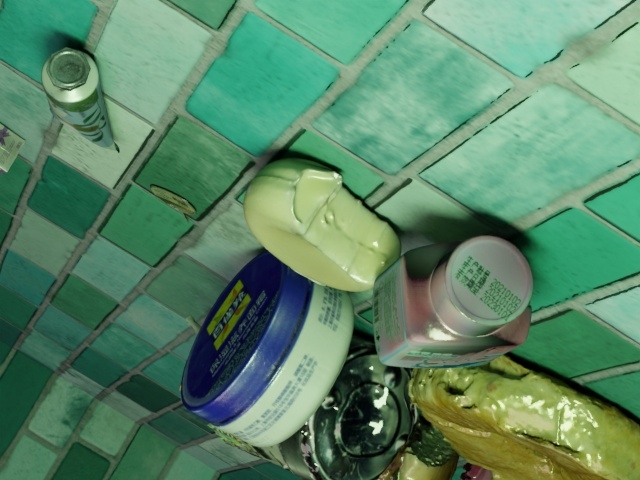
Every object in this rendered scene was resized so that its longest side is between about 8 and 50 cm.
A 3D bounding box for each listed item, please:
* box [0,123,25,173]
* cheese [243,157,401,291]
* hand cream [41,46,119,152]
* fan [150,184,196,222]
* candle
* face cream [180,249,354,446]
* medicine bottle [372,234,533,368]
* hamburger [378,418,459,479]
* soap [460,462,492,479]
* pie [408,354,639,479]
[{"bbox_3d":[-0.411,-0.130,2.079,0.117,0.051,0.036,38,155,-22],"label":"box"},{"bbox_3d":[-0.018,-0.010,1.718,0.163,0.071,0.249,34,164,-16],"label":"cheese"},{"bbox_3d":[-0.242,-0.141,1.769,0.088,0.055,0.256,30,171,1],"label":"hand cream"},{"bbox_3d":[-0.159,-0.039,1.995,0.060,0.003,0.080,12,156,50],"label":"fan"},{"bbox_3d":[-0.049,0.178,2.145,0.330,0.187,0.187,17,160,45],"label":"candle"},{"bbox_3d":[-0.055,0.121,1.933,0.111,0.206,0.206,33,164,-21],"label":"face cream"},{"bbox_3d":[0.123,0.055,1.564,0.119,0.094,0.188,0,167,-13],"label":"medicine bottle"},{"bbox_3d":[0.092,0.302,2.311,0.155,0.245,0.282,22,-153,11],"label":"hamburger"},{"bbox_3d":[0.284,0.343,2.194,0.289,0.112,0.182,41,158,-30],"label":"soap"},{"bbox_3d":[0.250,0.225,1.935,0.339,0.083,0.339,28,161,10],"label":"pie"}]
